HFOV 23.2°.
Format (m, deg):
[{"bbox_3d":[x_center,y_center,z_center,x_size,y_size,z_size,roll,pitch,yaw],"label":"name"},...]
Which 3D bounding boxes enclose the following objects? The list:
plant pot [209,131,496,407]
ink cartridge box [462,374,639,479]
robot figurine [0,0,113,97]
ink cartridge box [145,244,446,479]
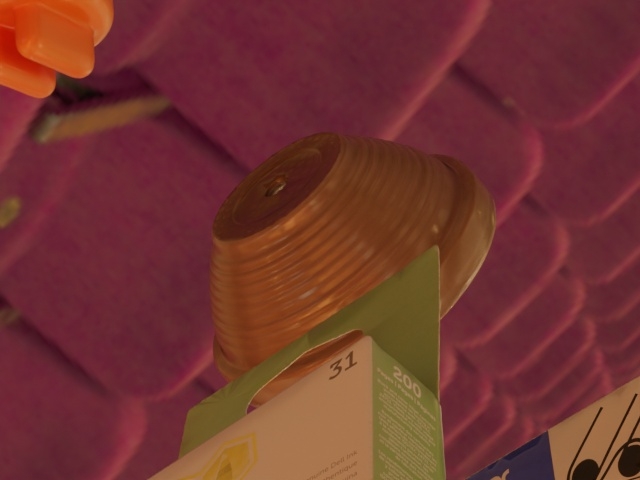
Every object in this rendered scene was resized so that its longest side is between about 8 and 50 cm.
[{"bbox_3d":[0.000,0.000,1.125,0.237,0.110,0.237,-32,-155,17],"label":"plant pot"},{"bbox_3d":[0.143,0.137,0.786,0.207,0.046,0.097,-37,-144,31],"label":"ink cartridge box"},{"bbox_3d":[-0.226,-0.224,1.212,0.128,0.219,0.158,-2,158,-17],"label":"robot figurine"},{"bbox_3d":[-0.026,0.096,0.656,0.171,0.056,0.235,-34,-152,23],"label":"ink cartridge box"}]
